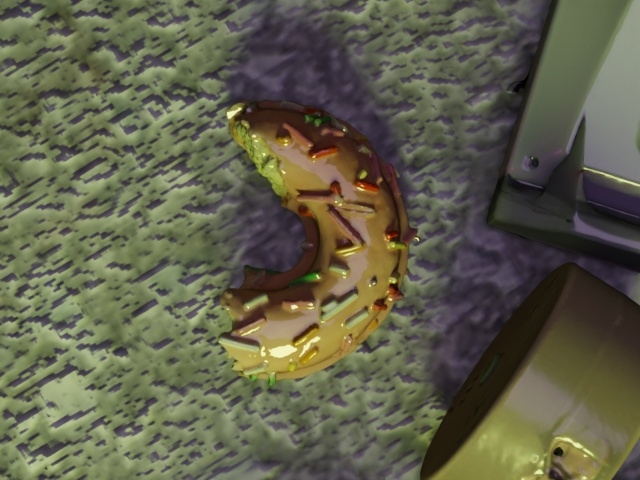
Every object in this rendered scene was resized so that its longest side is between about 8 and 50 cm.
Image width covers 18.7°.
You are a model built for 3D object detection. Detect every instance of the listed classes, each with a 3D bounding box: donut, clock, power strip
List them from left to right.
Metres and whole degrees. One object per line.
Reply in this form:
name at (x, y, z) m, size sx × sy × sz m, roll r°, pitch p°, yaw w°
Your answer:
donut at (0.000, 0.000, 1.108) m, size 0.117 × 0.065 × 0.166 m, roll -1°, pitch 89°, yaw 0°
power strip at (0.123, 0.092, 1.060) m, size 0.078 × 0.154 × 0.154 m, roll 35°, pitch 88°, yaw -1°
clock at (0.232, -0.064, 1.103) m, size 0.253 × 0.083 × 0.186 m, roll 16°, pitch 87°, yaw 0°
